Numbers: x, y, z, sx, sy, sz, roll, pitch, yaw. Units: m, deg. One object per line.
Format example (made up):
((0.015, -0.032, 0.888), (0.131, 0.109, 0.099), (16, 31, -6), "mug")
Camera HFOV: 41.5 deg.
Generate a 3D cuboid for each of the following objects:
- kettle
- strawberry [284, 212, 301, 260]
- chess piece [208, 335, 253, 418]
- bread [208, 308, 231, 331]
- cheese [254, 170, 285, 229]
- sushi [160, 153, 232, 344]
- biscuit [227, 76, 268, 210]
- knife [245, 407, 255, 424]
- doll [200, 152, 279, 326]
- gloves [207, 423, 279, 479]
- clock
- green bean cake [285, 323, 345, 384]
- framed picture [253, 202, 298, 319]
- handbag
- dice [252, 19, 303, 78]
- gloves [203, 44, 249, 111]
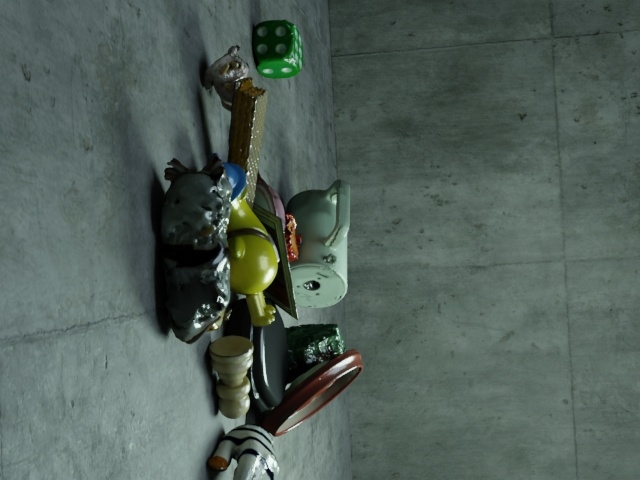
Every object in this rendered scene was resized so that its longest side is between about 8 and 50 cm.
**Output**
((-0.016, 0.002, 2.513), (0.265, 0.205, 0.318), (89, 5, -47), "kettle")
((-0.104, -0.009, 2.351), (0.145, 0.086, 0.145), (-1, 90, -78), "strawberry")
((-0.186, 0.294, 1.764), (0.094, 0.094, 0.170), (-70, 163, -69), "chess piece")
((-0.219, 0.105, 1.618), (0.149, 0.073, 0.122), (-84, 167, -48), "bread")
((-0.147, -0.099, 2.020), (0.189, 0.074, 0.286), (-33, -109, 64), "cheese")
((-0.218, 0.018, 1.488), (0.130, 0.124, 0.332), (71, 19, -85), "sushi")
((-0.169, -0.160, 1.829), (0.094, 0.054, 0.378), (-54, 155, -67), "biscuit")
((-0.168, 0.495, 1.993), (0.060, 0.028, 0.230), (49, 35, -56), "knife")
((-0.172, -0.005, 1.745), (0.199, 0.145, 0.363), (-107, -179, -78), "doll")
((-0.155, 0.478, 1.749), (0.218, 0.131, 0.140), (-96, 177, -69), "gloves")
((-0.026, 0.386, 2.180), (0.080, 0.318, 0.318), (51, -1, 17), "clock")
((-0.039, 0.308, 2.291), (0.193, 0.208, 0.107), (-78, 160, -68), "green bean cake")
((-0.133, 0.036, 1.970), (0.216, 0.016, 0.273), (29, -44, 49), "framed picture")
((-0.147, 0.266, 1.972), (0.308, 0.093, 0.253), (72, 18, -59), "handbag")
((-0.117, -0.530, 2.347), (0.131, 0.120, 0.128), (52, 37, -72), "dice")
((-0.198, -0.343, 1.830), (0.110, 0.094, 0.144), (-54, 153, -39), "gloves")
